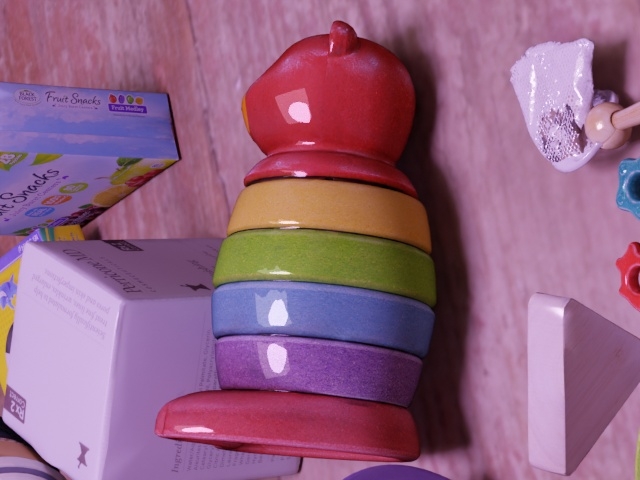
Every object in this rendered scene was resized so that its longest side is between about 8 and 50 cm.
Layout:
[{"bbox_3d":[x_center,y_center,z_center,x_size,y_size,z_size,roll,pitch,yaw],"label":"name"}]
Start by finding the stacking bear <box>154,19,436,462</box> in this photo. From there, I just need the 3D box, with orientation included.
[{"bbox_3d":[0.000,0.000,1.160,0.164,0.175,0.289,2,80,17],"label":"stacking bear"}]

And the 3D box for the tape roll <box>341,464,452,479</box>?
[{"bbox_3d":[0.052,0.241,1.061,0.080,0.189,0.189,-47,55,42],"label":"tape roll"}]

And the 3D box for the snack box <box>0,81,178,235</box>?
[{"bbox_3d":[-0.251,-0.065,1.464,0.207,0.174,0.070,-30,66,48],"label":"snack box"}]

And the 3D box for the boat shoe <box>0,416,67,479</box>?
[{"bbox_3d":[-0.249,0.343,1.400,0.156,0.187,0.500,-128,27,-50],"label":"boat shoe"}]

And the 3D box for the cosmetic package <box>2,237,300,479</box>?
[{"bbox_3d":[-0.119,0.090,1.287,0.151,0.184,0.151,25,110,49],"label":"cosmetic package"}]

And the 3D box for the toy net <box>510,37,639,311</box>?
[{"bbox_3d":[0.190,-0.037,1.001,0.232,0.045,0.122,45,126,45],"label":"toy net"}]

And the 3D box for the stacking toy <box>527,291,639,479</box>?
[{"bbox_3d":[0.193,0.177,0.818,0.130,0.309,0.279,11,88,43],"label":"stacking toy"}]

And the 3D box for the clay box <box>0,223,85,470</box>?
[{"bbox_3d":[-0.232,0.112,1.517,0.127,0.053,0.222,-34,71,41],"label":"clay box"}]
